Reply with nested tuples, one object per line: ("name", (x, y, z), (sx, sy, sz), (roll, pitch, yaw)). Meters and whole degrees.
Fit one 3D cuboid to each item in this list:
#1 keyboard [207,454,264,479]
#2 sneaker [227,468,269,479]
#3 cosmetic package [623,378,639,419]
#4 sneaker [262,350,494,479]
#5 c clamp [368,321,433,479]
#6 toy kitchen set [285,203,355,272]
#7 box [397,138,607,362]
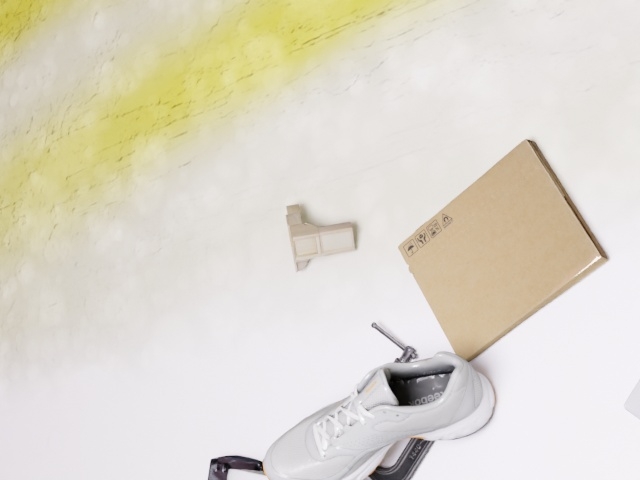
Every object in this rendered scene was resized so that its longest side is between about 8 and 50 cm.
("keyboard", (-0.124, 0.366, 1.432), (0.100, 0.038, 0.192), (8, 86, 16))
("sneaker", (-0.004, 0.359, 1.279), (0.292, 0.108, 0.169), (7, 84, 38))
("cosmetic package", (0.362, 0.067, 0.906), (0.107, 0.127, 0.238), (35, 107, 38))
("sneaker", (0.049, 0.183, 1.203), (0.262, 0.121, 0.099), (-26, 54, 6))
("c clamp", (0.080, 0.196, 1.297), (0.137, 0.022, 0.161), (31, 101, 33))
("toy kitchen set", (0.000, 0.000, 1.391), (0.083, 0.075, 0.068), (-104, 5, -60))
("box", (0.192, 0.013, 1.233), (0.201, 0.021, 0.164), (-41, 59, 26))
